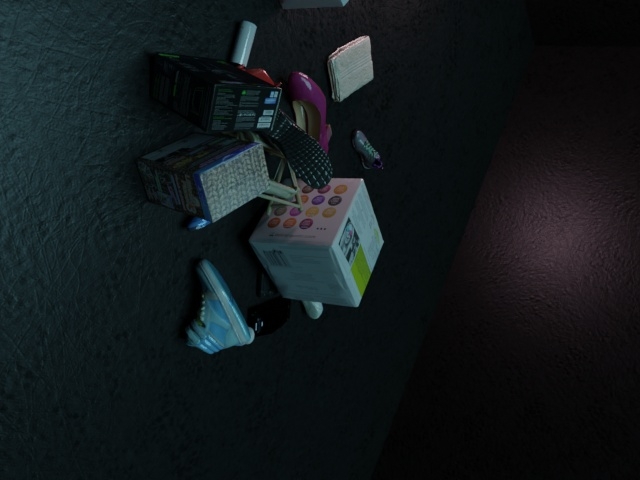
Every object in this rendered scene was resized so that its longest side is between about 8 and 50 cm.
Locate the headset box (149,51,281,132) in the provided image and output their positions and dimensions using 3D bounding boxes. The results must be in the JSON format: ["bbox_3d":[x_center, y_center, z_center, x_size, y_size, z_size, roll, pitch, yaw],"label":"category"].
[{"bbox_3d":[-0.300,-0.417,1.446,0.246,0.283,0.131,-15,131,-49],"label":"headset box"}]

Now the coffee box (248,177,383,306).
[{"bbox_3d":[0.000,0.000,1.904,0.334,0.337,0.338,-64,145,-35],"label":"coffee box"}]

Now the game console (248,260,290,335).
[{"bbox_3d":[-0.194,0.200,2.027,0.213,0.044,0.361,-16,116,-52],"label":"game console"}]

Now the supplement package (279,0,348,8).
[{"bbox_3d":[-0.025,-0.871,1.636,0.145,0.261,0.204,-55,140,-24],"label":"supplement package"}]

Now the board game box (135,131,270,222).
[{"bbox_3d":[-0.333,-0.191,1.469,0.232,0.291,0.141,-37,131,-39],"label":"board game box"}]

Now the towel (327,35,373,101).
[{"bbox_3d":[0.124,-0.698,2.092,0.282,0.049,0.187,-42,135,-37],"label":"towel"}]

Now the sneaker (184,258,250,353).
[{"bbox_3d":[-0.388,0.237,1.715,0.208,0.127,0.319,-26,97,-3],"label":"sneaker"}]

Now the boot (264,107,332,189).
[{"bbox_3d":[-0.079,-0.320,1.663,0.118,0.338,0.223,-37,-173,9],"label":"boot"}]

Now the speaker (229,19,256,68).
[{"bbox_3d":[-0.244,-0.616,1.621,0.055,0.055,0.136,13,92,-54],"label":"speaker"}]

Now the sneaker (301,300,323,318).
[{"bbox_3d":[-0.048,0.231,2.212,0.086,0.085,0.237,-72,151,-51],"label":"sneaker"}]

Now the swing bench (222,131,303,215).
[{"bbox_3d":[-0.189,-0.233,1.706,0.253,0.165,0.255,13,76,-54],"label":"swing bench"}]

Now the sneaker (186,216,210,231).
[{"bbox_3d":[-0.363,-0.107,1.663,0.209,0.069,0.082,-43,122,-36],"label":"sneaker"}]

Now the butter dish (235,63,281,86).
[{"bbox_3d":[-0.234,-0.492,1.612,0.160,0.159,0.118,-44,123,-34],"label":"butter dish"}]

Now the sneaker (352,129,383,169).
[{"bbox_3d":[0.218,-0.405,2.288,0.083,0.098,0.224,-59,142,-20],"label":"sneaker"}]

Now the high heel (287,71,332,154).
[{"bbox_3d":[-0.047,-0.431,1.889,0.377,0.127,0.181,55,49,-52],"label":"high heel"}]

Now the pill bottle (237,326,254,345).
[{"bbox_3d":[-0.317,0.339,1.876,0.160,0.087,0.087,25,83,-53],"label":"pill bottle"}]
